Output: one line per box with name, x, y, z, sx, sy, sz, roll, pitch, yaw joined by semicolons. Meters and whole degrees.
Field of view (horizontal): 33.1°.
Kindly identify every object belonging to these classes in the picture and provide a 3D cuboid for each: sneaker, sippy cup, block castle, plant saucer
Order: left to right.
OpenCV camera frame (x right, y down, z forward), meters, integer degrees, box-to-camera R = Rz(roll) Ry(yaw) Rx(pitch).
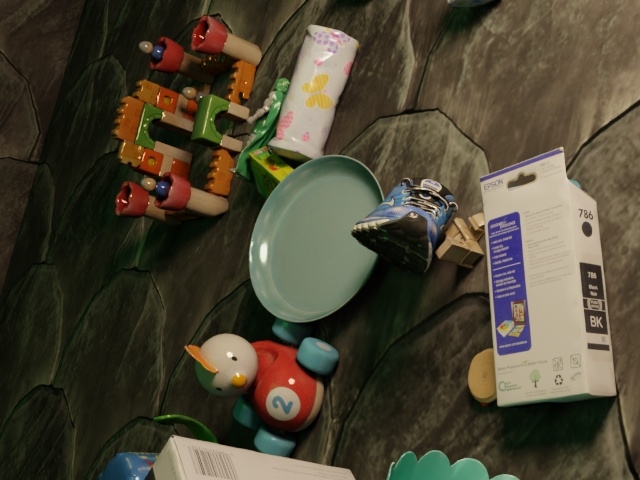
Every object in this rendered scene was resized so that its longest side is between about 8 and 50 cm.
sippy cup;-0.297;0.498;2.026;0.240;0.224;0.305;-54;35;23
block castle;-0.329;-0.269;2.480;0.303;0.213;0.453;-6;70;55
plant saucer;0.000;0.000;1.951;0.318;0.044;0.317;-18;61;35
sneaker;0.133;-0.038;1.663;0.147;0.130;0.330;-59;1;0

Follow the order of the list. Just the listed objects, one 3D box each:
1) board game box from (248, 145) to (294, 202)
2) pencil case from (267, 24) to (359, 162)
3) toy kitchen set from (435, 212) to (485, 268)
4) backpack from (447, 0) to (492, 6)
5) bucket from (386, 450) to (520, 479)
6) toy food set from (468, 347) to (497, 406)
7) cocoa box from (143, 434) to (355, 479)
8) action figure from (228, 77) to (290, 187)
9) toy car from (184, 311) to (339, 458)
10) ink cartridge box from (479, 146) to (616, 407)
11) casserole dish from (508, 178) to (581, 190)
board game box;-0.083;-0.113;2.144;0.181;0.043;0.092;43;150;56
pencil case;-0.014;-0.284;2.111;0.124;0.114;0.273;-165;93;-81
toy kitchen set;0.214;-0.015;1.662;0.068;0.075;0.083;-53;42;26
backpack;0.261;-0.439;1.792;0.114;0.105;0.084;-21;79;49
bucket;0.176;0.406;1.337;0.281;0.281;0.183;40;112;56
toy food set;0.244;0.198;1.560;0.083;0.020;0.082;-28;52;47
cocoa box;-0.105;0.479;1.631;0.228;0.347;0.231;-58;35;21
action figure;-0.119;-0.236;2.261;0.064;0.137;0.232;23;83;14
toy car;-0.132;0.238;1.899;0.219;0.238;0.210;-65;33;11
ink cartridge box;0.304;0.055;1.461;0.165;0.065;0.332;-19;69;52
casserole dish;0.305;-0.034;1.575;0.188;0.037;0.114;-12;64;54
